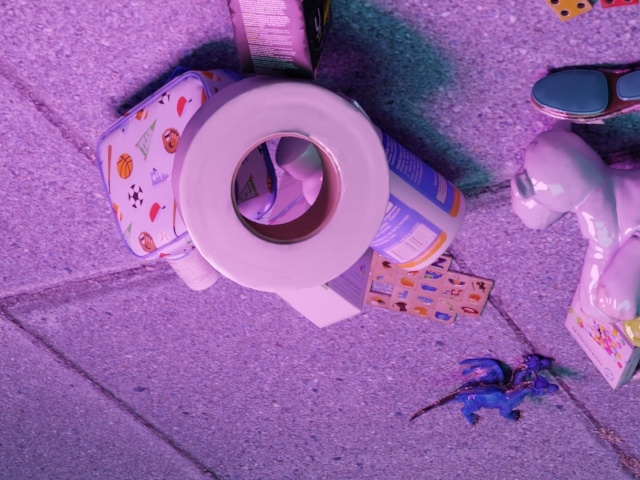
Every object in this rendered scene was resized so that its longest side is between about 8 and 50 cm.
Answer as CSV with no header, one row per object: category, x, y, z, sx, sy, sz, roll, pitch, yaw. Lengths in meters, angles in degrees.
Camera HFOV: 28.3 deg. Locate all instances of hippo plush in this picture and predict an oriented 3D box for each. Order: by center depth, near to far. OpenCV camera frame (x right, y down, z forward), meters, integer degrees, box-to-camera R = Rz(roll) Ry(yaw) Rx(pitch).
hippo plush,0.368,-0.033,1.751,0.236,0.234,0.294,26,162,1

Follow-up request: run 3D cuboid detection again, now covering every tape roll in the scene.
tape roll,-0.053,-0.079,1.697,0.286,0.286,0.100,27,-174,-17

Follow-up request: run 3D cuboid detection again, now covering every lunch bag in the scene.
lunch bag,-0.197,-0.117,1.870,0.303,0.243,0.115,-26,167,41

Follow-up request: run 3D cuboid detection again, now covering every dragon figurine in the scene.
dragon figurine,0.296,0.272,2.329,0.289,0.085,0.144,-3,140,16

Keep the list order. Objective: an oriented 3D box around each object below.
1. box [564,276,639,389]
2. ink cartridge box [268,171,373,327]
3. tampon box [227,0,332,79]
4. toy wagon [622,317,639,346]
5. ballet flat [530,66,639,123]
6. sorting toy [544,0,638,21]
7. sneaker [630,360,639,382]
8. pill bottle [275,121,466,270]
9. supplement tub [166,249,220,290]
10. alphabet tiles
box,0.463,0.133,2.040,0.038,0.145,0.186,-24,149,-17
ink cartridge box,0.000,0.000,1.954,0.093,0.212,0.154,-25,128,38
tampon box,-0.051,-0.306,1.624,0.101,0.120,0.161,7,145,12
toy wagon,0.585,0.037,1.788,0.068,0.267,0.344,59,144,15
ballet flat,0.392,-0.191,1.677,0.221,0.077,0.079,-7,159,27
sorting toy,0.297,-0.352,1.500,0.132,0.046,0.274,-1,143,22
sneaker,0.595,0.179,2.079,0.115,0.105,0.281,24,148,-25
pill bottle,0.070,-0.084,1.864,0.272,0.152,0.152,35,140,-25
supplement tub,-0.226,0.029,2.199,0.071,0.071,0.107,-5,141,26
alphabet tiles,0.169,0.074,2.172,0.237,0.009,0.198,13,145,2
